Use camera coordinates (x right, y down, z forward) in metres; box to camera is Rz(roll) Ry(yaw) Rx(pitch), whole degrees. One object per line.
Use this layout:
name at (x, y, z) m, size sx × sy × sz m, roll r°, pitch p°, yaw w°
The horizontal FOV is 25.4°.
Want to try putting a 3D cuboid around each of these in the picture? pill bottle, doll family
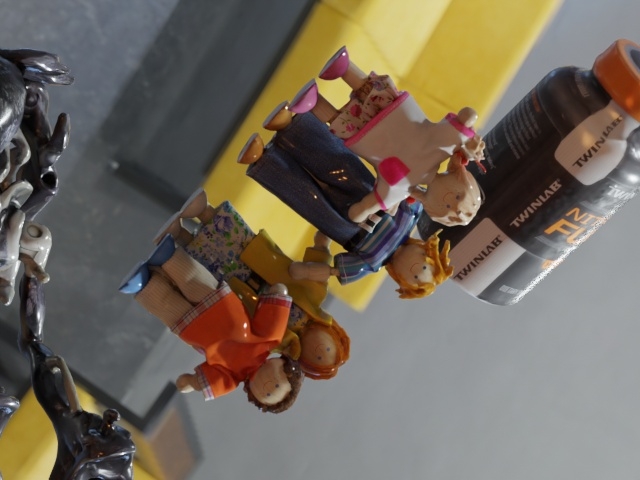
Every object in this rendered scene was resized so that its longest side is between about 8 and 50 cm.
pill bottle at (0.206, -0.063, 1.243) m, size 0.245 × 0.130 × 0.130 m, roll -46°, pitch 173°, yaw 30°
doll family at (0.000, 0.000, 0.952) m, size 0.263 × 0.163 × 0.118 m, roll -46°, pitch -170°, yaw 5°

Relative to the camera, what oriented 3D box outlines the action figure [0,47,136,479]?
action figure at (-0.183, -0.002, 0.669) m, size 0.164 × 0.275 × 0.141 m, roll 4°, pitch 146°, yaw -46°
